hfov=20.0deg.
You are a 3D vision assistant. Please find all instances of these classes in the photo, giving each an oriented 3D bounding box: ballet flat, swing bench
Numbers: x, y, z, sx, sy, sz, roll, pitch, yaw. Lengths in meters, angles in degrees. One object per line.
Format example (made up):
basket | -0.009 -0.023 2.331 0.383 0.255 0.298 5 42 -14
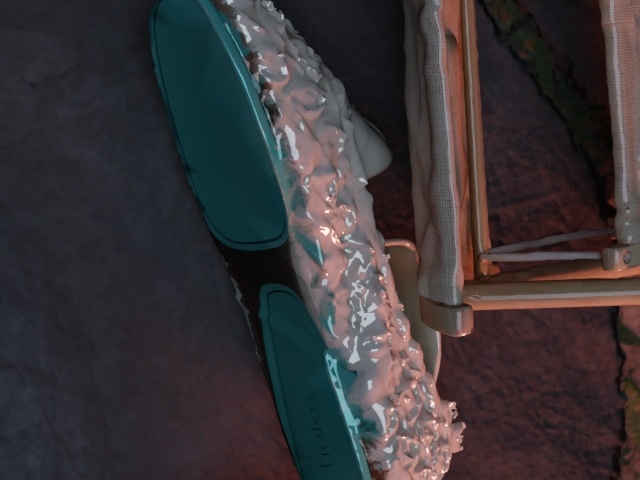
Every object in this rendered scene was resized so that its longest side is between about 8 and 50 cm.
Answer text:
ballet flat | 0.000 0.000 1.237 0.147 0.147 0.408 -18 105 -6
swing bench | 0.171 -0.085 1.211 0.255 0.165 0.253 -5 99 -10
